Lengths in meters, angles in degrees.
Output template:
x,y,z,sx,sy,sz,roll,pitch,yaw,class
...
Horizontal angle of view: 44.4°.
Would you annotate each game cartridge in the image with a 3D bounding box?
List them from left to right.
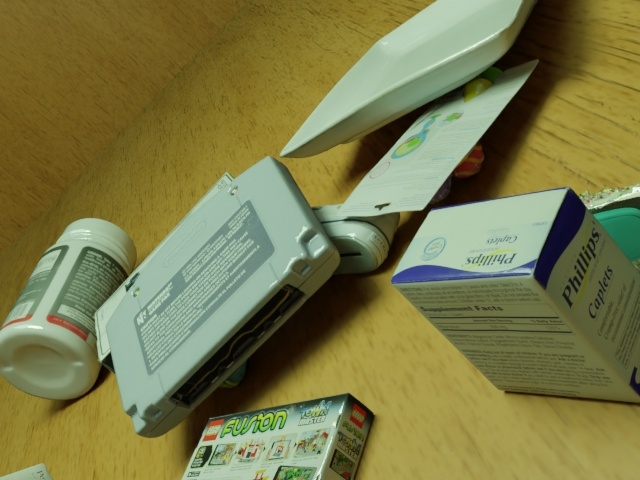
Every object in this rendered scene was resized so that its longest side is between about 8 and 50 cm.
x,y,z,sx,sy,sz,roll,pitch,yaw,class
-0.120,0.053,0.868,0.294,0.060,0.196,-44,46,13,game cartridge

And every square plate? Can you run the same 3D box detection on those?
x,y,z,sx,sy,sz,roll,pitch,yaw,class
0.144,-0.244,0.994,0.347,0.049,0.344,-23,22,42,square plate

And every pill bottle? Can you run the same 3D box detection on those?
x,y,z,sx,sy,sz,roll,pitch,yaw,class
-0.400,0.102,1.272,0.161,0.161,0.283,-33,28,28,pill bottle

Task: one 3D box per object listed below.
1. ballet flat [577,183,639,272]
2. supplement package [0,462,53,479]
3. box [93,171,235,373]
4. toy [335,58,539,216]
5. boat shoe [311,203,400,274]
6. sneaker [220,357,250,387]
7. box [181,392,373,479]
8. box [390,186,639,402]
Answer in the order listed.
x,y,z,sx,sy,sz,roll,pitch,yaw,class
0.246,-0.019,0.524,0.241,0.091,0.077,-7,23,49,ballet flat
-0.353,0.330,0.748,0.134,0.139,0.244,-41,-13,14,supplement package
-0.182,0.053,1.085,0.290,0.087,0.169,-47,25,-1,box
0.135,-0.093,0.833,0.137,0.056,0.237,-4,43,55,toy
0.000,0.000,0.904,0.226,0.083,0.076,1,40,43,boat shoe
-0.140,0.128,0.940,0.188,0.067,0.078,-3,47,49,sneaker
-0.051,0.207,0.709,0.207,0.036,0.114,-21,35,44,box
0.142,0.040,0.527,0.126,0.137,0.072,-8,44,54,box
